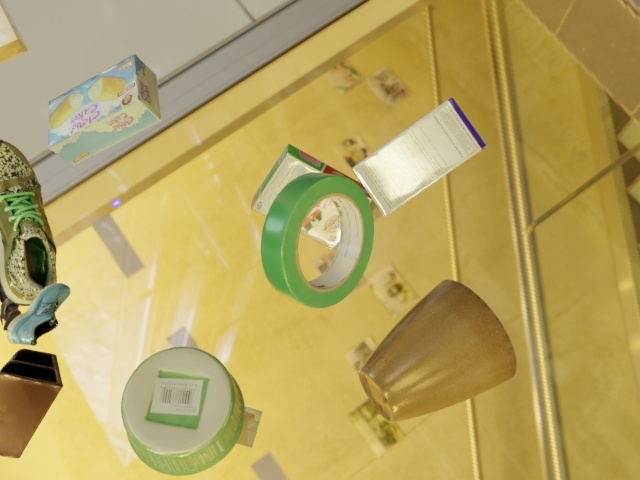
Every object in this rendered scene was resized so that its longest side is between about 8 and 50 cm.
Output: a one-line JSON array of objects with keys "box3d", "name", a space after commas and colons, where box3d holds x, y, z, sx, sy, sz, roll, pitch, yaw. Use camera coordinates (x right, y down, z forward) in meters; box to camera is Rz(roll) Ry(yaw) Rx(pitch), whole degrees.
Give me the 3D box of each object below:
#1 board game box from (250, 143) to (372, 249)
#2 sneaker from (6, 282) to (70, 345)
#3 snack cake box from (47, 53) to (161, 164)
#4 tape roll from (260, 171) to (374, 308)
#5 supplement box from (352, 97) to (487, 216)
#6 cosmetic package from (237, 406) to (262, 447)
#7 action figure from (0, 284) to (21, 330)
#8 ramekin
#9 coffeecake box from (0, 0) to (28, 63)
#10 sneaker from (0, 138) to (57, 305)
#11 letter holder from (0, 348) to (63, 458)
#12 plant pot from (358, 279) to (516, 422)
[{"box3d": [-0.028, -0.133, 2.138, 0.316, 0.242, 0.064, 27, -148, -18], "name": "board game box"}, {"box3d": [-0.552, 0.155, 1.350, 0.073, 0.162, 0.063, 17, 136, 12], "name": "sneaker"}, {"box3d": [-0.514, -0.307, 1.585, 0.089, 0.264, 0.152, 44, -153, -54], "name": "snack cake box"}, {"box3d": [0.000, 0.000, 1.604, 0.077, 0.321, 0.321, 14, 143, 41], "name": "tape roll"}, {"box3d": [0.176, -0.151, 1.236, 0.114, 0.220, 0.111, 53, -176, -3], "name": "supplement box"}, {"box3d": [-0.228, 0.578, 2.074, 0.060, 0.115, 0.041, 26, 159, -31], "name": "cosmetic package"}, {"box3d": [-0.942, 0.134, 1.921, 0.185, 0.099, 0.285, 14, -147, -39], "name": "action figure"}, {"box3d": [-0.342, 0.410, 1.648, 0.303, 0.303, 0.148, 51, 161, 22], "name": "ramekin"}, {"box3d": [-0.753, -0.476, 1.460, 0.186, 0.142, 0.068, 62, 173, 4], "name": "coffeecake box"}, {"box3d": [-0.696, -0.043, 1.586, 0.182, 0.158, 0.411, -3, 104, 49], "name": "sneaker"}, {"box3d": [-0.956, 0.485, 2.021, 0.214, 0.302, 0.152, 23, -163, -38], "name": "letter holder"}, {"box3d": [0.210, 0.242, 1.330, 0.237, 0.254, 0.237, 52, 162, 25], "name": "plant pot"}]
